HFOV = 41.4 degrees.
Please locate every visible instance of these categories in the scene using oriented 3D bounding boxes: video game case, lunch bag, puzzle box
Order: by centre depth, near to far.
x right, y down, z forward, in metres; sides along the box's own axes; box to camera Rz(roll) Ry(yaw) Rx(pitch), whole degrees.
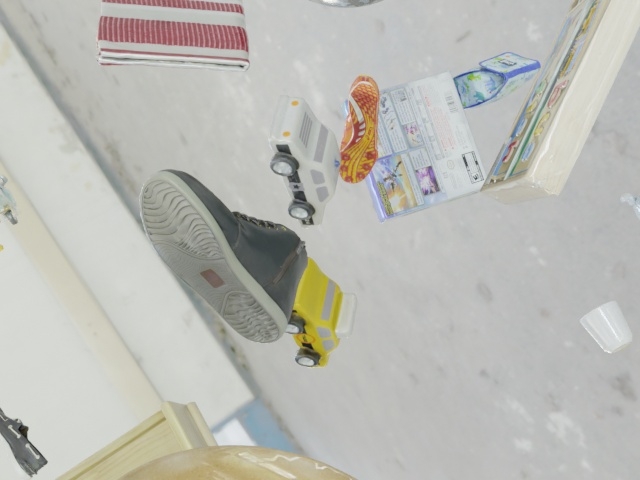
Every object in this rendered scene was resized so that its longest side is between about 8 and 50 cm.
[{"bbox_3d":[0.362,-0.246,1.201,0.052,0.408,0.272,26,178,-2],"label":"puzzle box"},{"bbox_3d":[0.201,-0.199,1.801,0.061,0.244,0.269,136,116,-78],"label":"video game case"},{"bbox_3d":[0.384,-0.351,1.844,0.151,0.129,0.096,-7,105,52],"label":"lunch bag"}]

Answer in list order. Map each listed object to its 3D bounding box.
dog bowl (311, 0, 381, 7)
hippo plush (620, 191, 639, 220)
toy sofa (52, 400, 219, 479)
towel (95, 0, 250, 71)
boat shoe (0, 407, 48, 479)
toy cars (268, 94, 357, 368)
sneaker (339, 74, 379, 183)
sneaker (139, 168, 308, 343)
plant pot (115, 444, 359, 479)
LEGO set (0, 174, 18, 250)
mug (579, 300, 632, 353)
[{"bbox_3d":[0.045,-0.569,1.501,0.348,0.349,0.102,51,170,15],"label":"dog bowl"},{"bbox_3d":[0.650,-0.061,1.546,0.237,0.294,0.234,22,179,-27],"label":"hippo plush"},{"bbox_3d":[-0.324,0.415,1.353,0.150,0.363,0.177,57,-178,19],"label":"toy sofa"},{"bbox_3d":[-0.243,-0.369,1.400,0.329,0.237,0.037,-102,17,-49],"label":"towel"},{"bbox_3d":[-0.399,0.257,1.110,0.125,0.038,0.046,44,165,34],"label":"boat shoe"},{"bbox_3d":[0.000,0.000,1.142,0.176,0.087,0.393,-41,-50,-70],"label":"toy cars"},{"bbox_3d":[0.065,-0.169,1.307,0.067,0.064,0.175,-74,-4,-60],"label":"sneaker"},{"bbox_3d":[-0.097,-0.006,0.885,0.083,0.118,0.222,-14,125,31],"label":"sneaker"},{"bbox_3d":[-0.035,0.212,0.482,0.236,0.236,0.032,41,128,39],"label":"plant pot"},{"bbox_3d":[-0.478,-0.003,0.933,0.107,0.287,0.132,59,166,26],"label":"LEGO set"},{"bbox_3d":[0.436,0.130,1.262,0.064,0.078,0.062,63,147,24],"label":"mug"}]
